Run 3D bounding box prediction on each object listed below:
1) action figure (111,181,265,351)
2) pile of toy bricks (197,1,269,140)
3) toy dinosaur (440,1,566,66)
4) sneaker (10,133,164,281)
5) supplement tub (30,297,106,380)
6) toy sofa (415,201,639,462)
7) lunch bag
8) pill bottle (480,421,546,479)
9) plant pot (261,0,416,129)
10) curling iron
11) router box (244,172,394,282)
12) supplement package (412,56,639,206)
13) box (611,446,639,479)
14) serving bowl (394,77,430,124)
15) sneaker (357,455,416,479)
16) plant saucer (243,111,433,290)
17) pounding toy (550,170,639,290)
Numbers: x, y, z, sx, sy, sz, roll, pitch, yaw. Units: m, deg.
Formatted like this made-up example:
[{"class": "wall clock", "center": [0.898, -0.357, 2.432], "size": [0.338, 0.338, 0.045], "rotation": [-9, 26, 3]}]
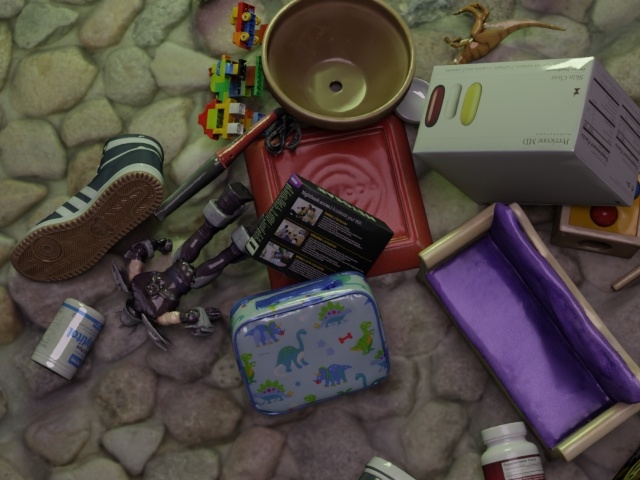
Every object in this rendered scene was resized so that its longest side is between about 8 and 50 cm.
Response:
[{"class": "action figure", "center": [-0.193, 0.045, 1.861], "size": [0.285, 0.099, 0.185], "rotation": [-39, 81, 8]}, {"class": "pile of toy bricks", "center": [-0.135, -0.256, 1.959], "size": [0.105, 0.118, 0.212], "rotation": [3, 85, 35]}, {"class": "toy dinosaur", "center": [0.268, -0.330, 2.000], "size": [0.211, 0.064, 0.112], "rotation": [-30, 95, 1]}, {"class": "sneaker", "center": [-0.344, -0.054, 1.894], "size": [0.282, 0.099, 0.153], "rotation": [-32, 31, 20]}, {"class": "supplement tub", "center": [-0.372, 0.145, 1.851], "size": [0.071, 0.071, 0.107], "rotation": [26, 76, 7]}, {"class": "toy sofa", "center": [0.300, 0.131, 1.805], "size": [0.150, 0.177, 0.362], "rotation": [-33, 78, -9]}, {"class": "lunch bag", "center": [-0.015, 0.143, 1.807], "size": [0.219, 0.090, 0.176], "rotation": [-17, 116, -2]}, {"class": "pill bottle", "center": [0.279, 0.342, 1.793], "size": [0.086, 0.086, 0.152], "rotation": [-11, 74, -3]}, {"class": "plant pot", "center": [0.027, -0.263, 1.938], "size": [0.237, 0.110, 0.237], "rotation": [0, 68, -1]}, {"class": "curling iron", "center": [-0.136, -0.112, 1.869], "size": [0.274, 0.035, 0.068], "rotation": [-35, 82, -21]}, {"class": "router box", "center": [0.000, 0.000, 1.817], "size": [0.179, 0.046, 0.133], "rotation": [28, 103, -30]}, {"class": "supplement package", "center": [0.305, -0.151, 1.810], "size": [0.262, 0.204, 0.145], "rotation": [2, 71, 38]}, {"class": "box", "center": [0.462, 0.332, 1.709], "size": [0.079, 0.257, 0.322], "rotation": [42, 79, 11]}, {"class": "serving bowl", "center": [0.146, -0.215, 1.970], "size": [0.083, 0.027, 0.083], "rotation": [6, 60, -11]}, {"class": "sneaker", "center": [0.175, 0.440, 1.748], "size": [0.321, 0.126, 0.127], "rotation": [30, 72, 18]}, {"class": "plant saucer", "center": [0.028, -0.066, 1.924], "size": [0.258, 0.048, 0.259], "rotation": [-11, 76, -3]}, {"class": "pounding toy", "center": [0.460, -0.021, 1.890], "size": [0.206, 0.094, 0.181], "rotation": [10, 75, 3]}]
